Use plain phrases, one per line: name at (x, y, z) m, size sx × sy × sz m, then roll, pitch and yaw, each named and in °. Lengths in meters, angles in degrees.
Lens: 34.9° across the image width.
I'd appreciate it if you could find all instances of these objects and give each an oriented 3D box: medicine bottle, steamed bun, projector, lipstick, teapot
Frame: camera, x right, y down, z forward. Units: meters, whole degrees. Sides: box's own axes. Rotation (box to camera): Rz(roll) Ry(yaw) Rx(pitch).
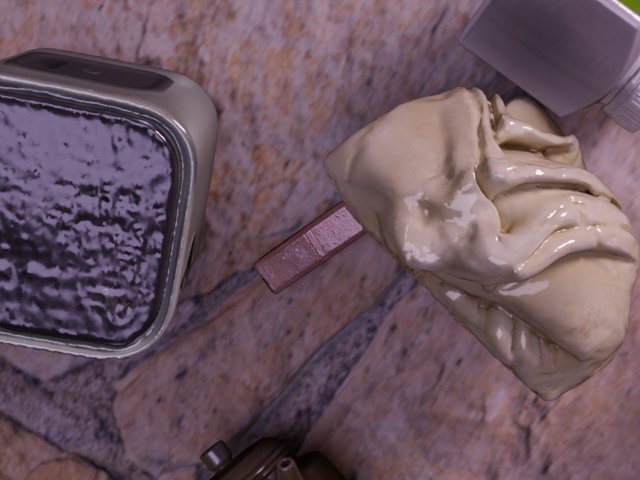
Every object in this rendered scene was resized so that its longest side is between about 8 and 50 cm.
medicine bottle at (0.244, -0.190, 0.955) m, size 0.188 × 0.088 × 0.132 m, roll 37°, pitch 131°, yaw 0°
steamed bun at (0.178, -0.017, 0.954) m, size 0.203 × 0.276 × 0.289 m, roll -45°, pitch 65°, yaw 6°
projector at (-0.243, -0.048, 1.014) m, size 0.248 × 0.249 × 0.248 m, roll 10°, pitch 104°, yaw -4°
lipstick at (0.000, 0.000, 1.099) m, size 0.145 × 0.045 × 0.045 m, roll -35°, pitch 94°, yaw 17°
teapot at (-0.070, 0.298, 1.115) m, size 0.175 × 0.185 × 0.268 m, roll 52°, pitch 143°, yaw 4°
